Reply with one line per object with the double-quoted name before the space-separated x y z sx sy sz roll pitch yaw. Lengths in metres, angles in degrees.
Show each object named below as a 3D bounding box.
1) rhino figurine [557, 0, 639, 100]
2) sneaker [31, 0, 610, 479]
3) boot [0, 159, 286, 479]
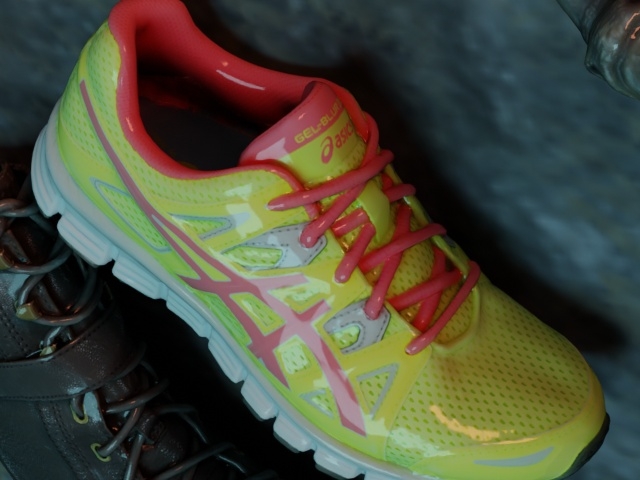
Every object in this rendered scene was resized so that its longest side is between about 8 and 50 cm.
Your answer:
"rhino figurine" 0.150 -0.007 0.368 0.243 0.106 0.073 30 119 11
"sneaker" 0.000 0.000 0.512 0.208 0.081 0.094 32 139 9
"boot" -0.072 0.071 0.631 0.263 0.091 0.229 4 130 39
